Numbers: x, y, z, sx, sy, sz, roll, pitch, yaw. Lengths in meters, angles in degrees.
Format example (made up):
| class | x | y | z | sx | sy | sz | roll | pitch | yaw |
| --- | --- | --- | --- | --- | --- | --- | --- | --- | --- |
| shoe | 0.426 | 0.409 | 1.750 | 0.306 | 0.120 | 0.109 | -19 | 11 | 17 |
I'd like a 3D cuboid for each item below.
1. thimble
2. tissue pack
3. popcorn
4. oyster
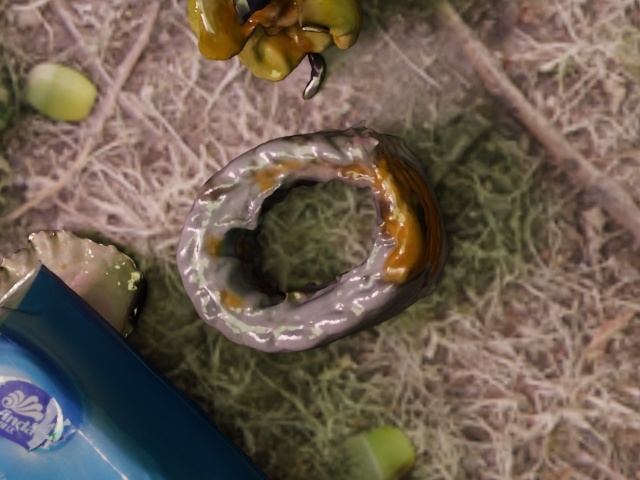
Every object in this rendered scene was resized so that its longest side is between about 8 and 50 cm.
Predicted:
| class | x | y | z | sx | sy | sz | roll | pitch | yaw |
| --- | --- | --- | --- | --- | --- | --- | --- | --- | --- |
| thimble | -0.003 | -0.001 | 1.170 | 0.151 | 0.118 | 0.127 | -19 | 89 | 13 |
| tissue pack | -0.129 | 0.158 | 1.138 | 0.146 | 0.198 | 0.263 | -42 | 98 | 9 |
| popcorn | -0.005 | -0.200 | 1.154 | 0.168 | 0.173 | 0.195 | -6 | 82 | -9 |
| oyster | -0.165 | 0.064 | 1.244 | 0.122 | 0.045 | 0.146 | -24 | 89 | 13 |
